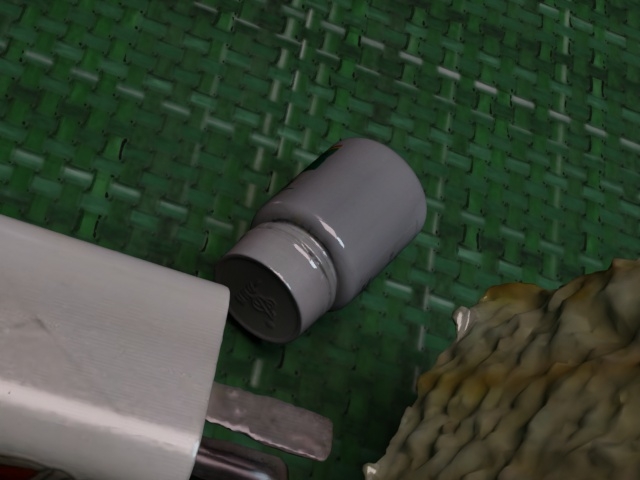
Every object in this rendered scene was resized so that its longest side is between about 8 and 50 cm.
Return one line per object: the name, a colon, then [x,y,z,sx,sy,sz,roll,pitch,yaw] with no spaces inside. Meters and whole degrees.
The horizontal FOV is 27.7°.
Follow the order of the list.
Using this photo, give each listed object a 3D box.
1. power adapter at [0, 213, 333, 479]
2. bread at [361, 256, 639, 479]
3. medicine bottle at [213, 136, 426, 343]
power adapter: [-0.099,0.085,0.662,0.205,0.130,0.125,18,53,-11]
bread: [0.144,0.221,0.598,0.264,0.239,0.395,48,56,-29]
medicine bottle: [0.000,0.000,0.794,0.080,0.080,0.130,43,52,6]
